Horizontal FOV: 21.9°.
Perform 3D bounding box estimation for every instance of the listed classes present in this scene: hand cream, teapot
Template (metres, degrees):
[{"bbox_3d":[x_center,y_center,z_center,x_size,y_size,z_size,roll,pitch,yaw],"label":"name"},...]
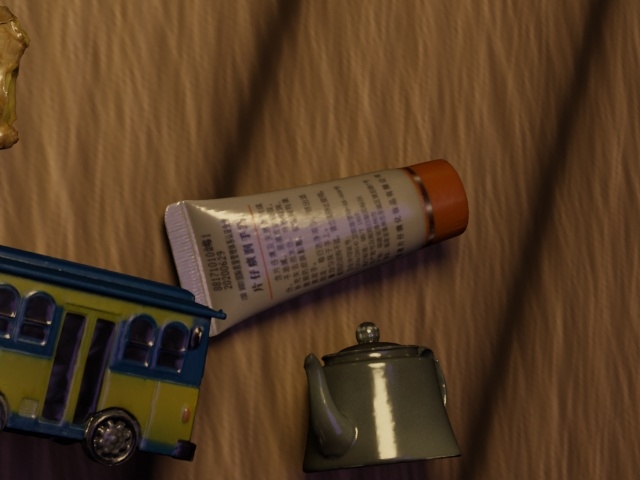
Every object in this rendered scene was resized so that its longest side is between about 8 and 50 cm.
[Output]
[{"bbox_3d":[0.000,0.000,1.689,0.314,0.089,0.139,-13,96,-23],"label":"hand cream"},{"bbox_3d":[0.060,0.158,1.698,0.239,0.162,0.149,3,76,-52],"label":"teapot"}]

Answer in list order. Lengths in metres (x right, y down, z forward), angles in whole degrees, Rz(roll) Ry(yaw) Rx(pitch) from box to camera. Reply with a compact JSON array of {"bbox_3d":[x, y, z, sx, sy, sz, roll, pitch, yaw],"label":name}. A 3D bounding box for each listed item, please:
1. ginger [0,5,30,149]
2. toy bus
[{"bbox_3d":[-0.341,-0.150,1.497,0.157,0.102,0.216,12,90,-1],"label":"ginger"},{"bbox_3d":[-0.248,0.104,1.520,0.288,0.138,0.175,14,86,-31],"label":"toy bus"}]
